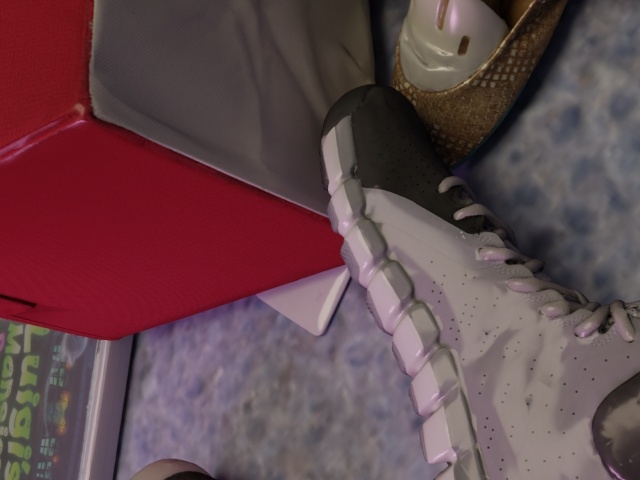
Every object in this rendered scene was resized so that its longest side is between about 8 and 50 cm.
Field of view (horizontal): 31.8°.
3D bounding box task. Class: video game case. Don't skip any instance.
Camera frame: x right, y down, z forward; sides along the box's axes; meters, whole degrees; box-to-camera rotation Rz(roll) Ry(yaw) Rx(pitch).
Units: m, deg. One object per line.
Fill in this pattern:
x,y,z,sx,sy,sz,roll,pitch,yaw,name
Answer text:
-0.185,0.135,0.669,0.173,0.022,0.190,-4,74,41,video game case

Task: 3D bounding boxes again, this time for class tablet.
0.000,0.000,0.557,0.054,0.006,0.083,30,97,43,tablet

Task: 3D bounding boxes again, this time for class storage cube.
-0.102,-0.074,0.529,0.193,0.215,0.183,-19,63,34,storage cube

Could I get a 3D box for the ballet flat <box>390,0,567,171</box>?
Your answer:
0.077,-0.121,0.483,0.073,0.067,0.206,42,106,41,ballet flat

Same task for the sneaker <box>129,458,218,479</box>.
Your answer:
-0.077,0.219,0.506,0.121,0.079,0.216,22,90,45,sneaker

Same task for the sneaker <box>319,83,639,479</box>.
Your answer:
0.091,0.020,0.428,0.132,0.086,0.228,-29,70,27,sneaker
